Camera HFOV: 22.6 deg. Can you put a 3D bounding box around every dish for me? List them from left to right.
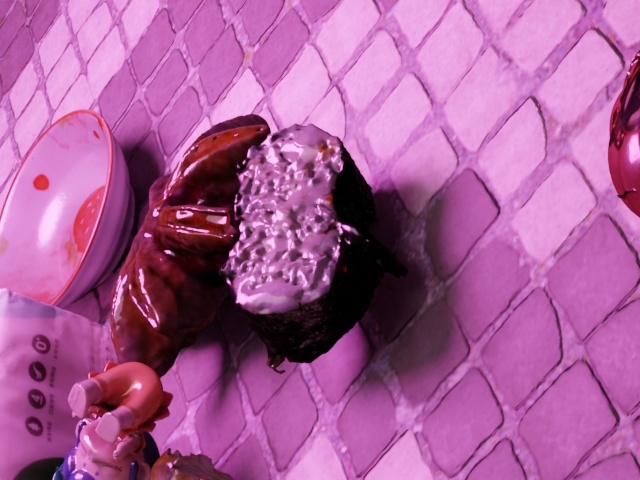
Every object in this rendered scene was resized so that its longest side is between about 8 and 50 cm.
[{"bbox_3d":[-0.285,-0.018,1.880,0.260,0.085,0.260,-29,50,42],"label":"dish"}]

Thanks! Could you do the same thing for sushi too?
[{"bbox_3d":[0.000,0.000,1.422,0.147,0.115,0.213,-19,48,22],"label":"sushi"}]

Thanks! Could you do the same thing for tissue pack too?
[{"bbox_3d":[-0.345,0.273,1.684,0.266,0.194,0.357,-37,43,39],"label":"tissue pack"}]

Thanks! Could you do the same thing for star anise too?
[{"bbox_3d":[-0.133,0.008,1.601,0.315,0.108,0.315,-158,90,-80],"label":"star anise"}]

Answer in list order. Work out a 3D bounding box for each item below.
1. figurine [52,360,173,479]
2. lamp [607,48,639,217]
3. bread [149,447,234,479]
[{"bbox_3d":[-0.190,0.199,1.527,0.111,0.102,0.195,42,136,21],"label":"figurine"},{"bbox_3d":[0.278,-0.082,1.091,0.182,0.140,0.182,-56,17,27],"label":"lamp"},{"bbox_3d":[-0.158,0.328,1.487,0.269,0.098,0.087,-65,-8,2],"label":"bread"}]
